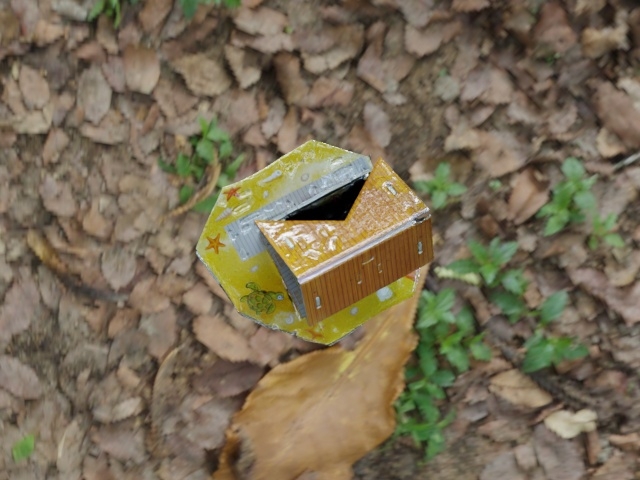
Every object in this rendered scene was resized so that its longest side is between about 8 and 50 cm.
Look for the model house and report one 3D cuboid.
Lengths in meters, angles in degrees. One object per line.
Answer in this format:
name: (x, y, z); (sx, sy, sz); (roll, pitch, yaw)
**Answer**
model house: (0.000, 0.000, 1.323); (0.219, 0.136, 0.207); (-26, 89, -15)
